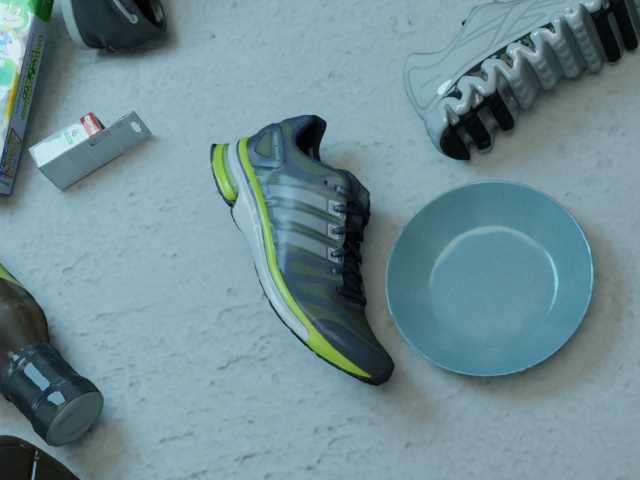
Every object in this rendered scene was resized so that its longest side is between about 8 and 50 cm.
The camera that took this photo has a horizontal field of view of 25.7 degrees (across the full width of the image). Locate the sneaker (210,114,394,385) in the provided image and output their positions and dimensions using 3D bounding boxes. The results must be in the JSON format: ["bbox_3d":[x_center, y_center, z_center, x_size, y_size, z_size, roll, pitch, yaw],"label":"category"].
[{"bbox_3d":[0.000,0.000,1.325,0.121,0.111,0.300,-33,65,11],"label":"sneaker"}]

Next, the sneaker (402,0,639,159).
[{"bbox_3d":[0.210,-0.204,1.371,0.292,0.110,0.118,-33,55,-1],"label":"sneaker"}]

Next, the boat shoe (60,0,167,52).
[{"bbox_3d":[-0.240,-0.353,1.443,0.095,0.335,0.112,-2,32,20],"label":"boat shoe"}]

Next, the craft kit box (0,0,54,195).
[{"bbox_3d":[-0.426,-0.192,1.494,0.249,0.061,0.247,13,91,8],"label":"craft kit box"}]

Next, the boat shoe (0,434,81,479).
[{"bbox_3d":[-0.214,0.277,1.280,0.257,0.095,0.095,41,52,0],"label":"boat shoe"}]

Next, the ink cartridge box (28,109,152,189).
[{"bbox_3d":[-0.238,-0.102,1.461,0.115,0.063,0.029,-32,66,0],"label":"ink cartridge box"}]

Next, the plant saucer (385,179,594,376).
[{"bbox_3d":[0.159,0.039,1.317,0.195,0.037,0.195,-5,68,12],"label":"plant saucer"}]

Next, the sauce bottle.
[{"bbox_3d":[-0.349,0.070,1.396,0.111,0.111,0.344,-45,66,-6],"label":"sauce bottle"}]
